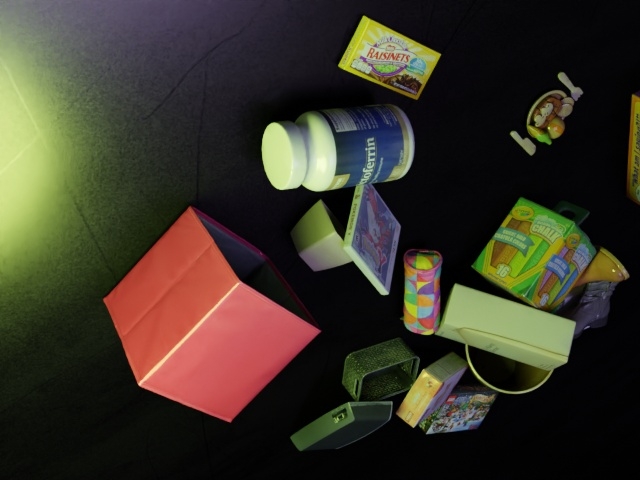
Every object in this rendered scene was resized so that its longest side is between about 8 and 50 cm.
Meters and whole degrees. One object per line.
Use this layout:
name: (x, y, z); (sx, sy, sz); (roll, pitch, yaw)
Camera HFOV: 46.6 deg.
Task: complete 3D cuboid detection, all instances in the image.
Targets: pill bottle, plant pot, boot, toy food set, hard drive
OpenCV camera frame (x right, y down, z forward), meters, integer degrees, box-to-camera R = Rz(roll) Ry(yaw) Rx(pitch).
pill bottle: (0.033, -0.175, 1.420); (0.265, 0.153, 0.153); (-11, 128, -27)
plant pot: (0.505, 0.322, 2.064); (0.237, 0.237, 0.254); (-33, 163, -9)
boot: (0.718, 0.169, 2.041); (0.247, 0.083, 0.161); (-13, 121, -34)
plant pot: (0.000, 0.000, 1.570); (0.096, 0.109, 0.109); (-32, 136, 8)
toy food set: (0.545, -0.293, 1.757); (0.132, 0.038, 0.192); (27, 105, -43)
hard drive: (0.057, 0.486, 1.937); (0.172, 0.054, 0.255); (9, 143, -39)
boot: (0.646, 0.104, 1.964); (0.220, 0.283, 0.109); (-39, 119, -11)

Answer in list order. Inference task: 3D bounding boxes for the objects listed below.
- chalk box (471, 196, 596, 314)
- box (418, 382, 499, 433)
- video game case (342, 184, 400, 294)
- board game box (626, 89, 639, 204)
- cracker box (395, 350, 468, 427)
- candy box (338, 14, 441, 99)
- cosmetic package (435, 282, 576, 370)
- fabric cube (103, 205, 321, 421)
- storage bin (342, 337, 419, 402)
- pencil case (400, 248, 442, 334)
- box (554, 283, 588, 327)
chalk box: (0.564, 0.020, 1.896); (0.179, 0.180, 0.289); (36, 87, -45)
box: (0.428, 0.515, 2.287); (0.233, 0.044, 0.159); (6, 119, -37)
video game case: (0.116, -0.009, 1.609); (0.201, 0.023, 0.183); (49, 45, -45)
board game box: (1.062, -0.242, 1.920); (0.356, 0.356, 0.356); (-30, 134, -13)
cracker box: (0.313, 0.407, 2.050); (0.232, 0.067, 0.155); (-9, 132, -59)
candy box: (0.138, -0.352, 1.446); (0.206, 0.027, 0.105); (12, 112, -39)
cosmetic package: (0.461, 0.221, 1.877); (0.160, 0.310, 0.113); (88, 20, -72)
fabric cube: (-0.209, 0.141, 1.423); (0.258, 0.259, 0.254); (-46, 136, 7)
storage bin: (0.157, 0.342, 1.945); (0.180, 0.084, 0.122); (-14, 129, -26)
pencil case: (0.251, 0.126, 1.839); (0.104, 0.104, 0.236); (-22, 134, -19)
box: (0.698, 0.184, 2.166); (0.182, 0.119, 0.180); (-18, 131, -22)
